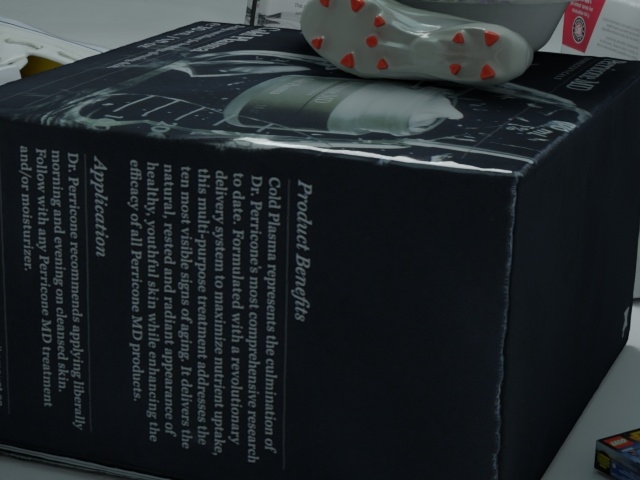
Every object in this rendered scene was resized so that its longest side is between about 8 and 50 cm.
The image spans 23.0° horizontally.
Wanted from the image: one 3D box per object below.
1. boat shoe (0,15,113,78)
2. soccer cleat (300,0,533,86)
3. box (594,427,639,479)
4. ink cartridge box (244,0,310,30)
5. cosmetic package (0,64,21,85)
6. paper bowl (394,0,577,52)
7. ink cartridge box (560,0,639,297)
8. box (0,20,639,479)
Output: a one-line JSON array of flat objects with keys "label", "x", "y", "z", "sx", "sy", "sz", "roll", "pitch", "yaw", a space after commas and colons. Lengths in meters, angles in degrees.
[{"label": "boat shoe", "x": -0.485, "y": -0.260, "z": 2.480, "sx": 0.367, "sy": 0.136, "sz": 0.156, "roll": 15, "pitch": 23, "yaw": 14}, {"label": "soccer cleat", "x": 0.077, "y": -0.159, "z": 1.276, "sx": 0.196, "sy": 0.068, "sz": 0.076, "roll": 15, "pitch": 11, "yaw": 25}, {"label": "box", "x": 0.298, "y": 0.171, "z": 1.240, "sx": 0.137, "sy": 0.027, "sz": 0.094, "roll": -9, "pitch": 21, "yaw": -30}, {"label": "ink cartridge box", "x": -0.007, "y": -0.301, "z": 2.314, "sx": 0.197, "sy": 0.273, "sz": 0.114, "roll": 3, "pitch": 15, "yaw": -21}, {"label": "cosmetic package", "x": -0.547, "y": -0.101, "z": 1.764, "sx": 0.453, "sy": 0.161, "sz": 0.230, "roll": 6, "pitch": 20, "yaw": 41}, {"label": "paper bowl", "x": 0.110, "y": -0.245, "z": 1.409, "sx": 0.284, "sy": 0.148, "sz": 0.284, "roll": 1, "pitch": 15, "yaw": 0}, {"label": "ink cartridge box", "x": 0.350, "y": -0.115, "z": 1.704, "sx": 0.131, "sy": 0.306, "sz": 0.226, "roll": -3, "pitch": 18, "yaw": -15}, {"label": "box", "x": 0.000, "y": 0.000, "z": 1.352, "sx": 0.472, "sy": 0.297, "sz": 0.480, "roll": 9, "pitch": 19, "yaw": 20}]
